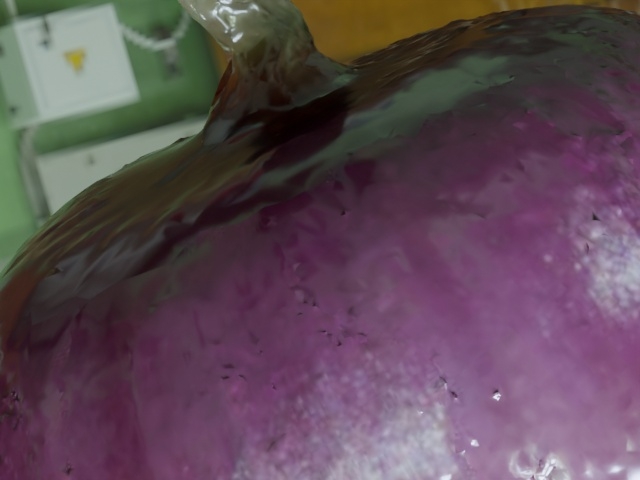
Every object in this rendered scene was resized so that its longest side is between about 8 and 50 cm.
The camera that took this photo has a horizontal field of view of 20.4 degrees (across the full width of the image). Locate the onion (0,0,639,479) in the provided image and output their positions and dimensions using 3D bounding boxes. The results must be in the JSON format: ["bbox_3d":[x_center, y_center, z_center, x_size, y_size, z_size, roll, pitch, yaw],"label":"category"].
[{"bbox_3d":[0.013,0.038,0.667,0.358,0.345,0.358,-34,-150,23],"label":"onion"}]
